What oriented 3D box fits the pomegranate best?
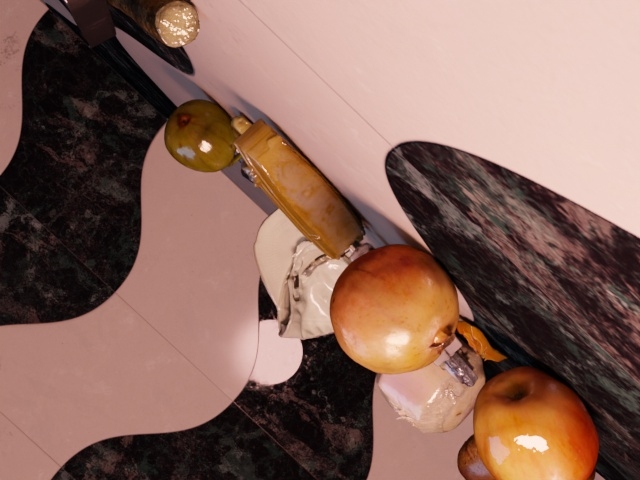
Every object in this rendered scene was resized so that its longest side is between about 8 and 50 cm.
[{"bbox_3d":[0.107,0.101,1.175,0.191,0.191,0.191,43,176,4],"label":"pomegranate"}]

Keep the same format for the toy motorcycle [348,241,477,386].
[{"bbox_3d":[0.161,0.126,1.470,0.341,0.108,0.223,48,-178,-42],"label":"toy motorcycle"}]

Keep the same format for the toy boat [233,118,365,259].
[{"bbox_3d":[-0.031,-0.075,1.353,0.310,0.089,0.115,45,178,-33],"label":"toy boat"}]

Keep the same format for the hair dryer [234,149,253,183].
[{"bbox_3d":[-0.168,-0.188,1.867,0.173,0.050,0.195,33,166,52],"label":"hair dryer"}]

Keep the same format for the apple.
[{"bbox_3d":[0.301,0.270,1.180,0.199,0.199,0.199,43,176,4],"label":"apple"}]

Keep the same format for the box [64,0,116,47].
[{"bbox_3d":[-0.372,-0.400,1.172,0.211,0.058,0.350,60,173,-8],"label":"box"}]

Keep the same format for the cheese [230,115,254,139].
[{"bbox_3d":[-0.137,-0.193,1.526,0.086,0.036,0.162,45,175,-13],"label":"cheese"}]

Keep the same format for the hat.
[{"bbox_3d":[-0.003,0.052,1.767,0.301,0.257,0.168,60,-160,2],"label":"hat"}]

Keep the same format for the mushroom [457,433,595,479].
[{"bbox_3d":[0.402,0.417,1.631,0.267,0.267,0.255,58,-162,-75],"label":"mushroom"}]

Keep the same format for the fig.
[{"bbox_3d":[-0.230,-0.196,1.646,0.142,0.148,0.186,11,153,12],"label":"fig"}]

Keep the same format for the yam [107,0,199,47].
[{"bbox_3d":[-0.234,-0.314,1.091,0.061,0.061,0.274,46,177,-39],"label":"yam"}]

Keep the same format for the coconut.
[{"bbox_3d":[0.218,0.277,1.717,0.234,0.224,0.224,27,169,27],"label":"coconut"}]

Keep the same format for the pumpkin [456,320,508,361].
[{"bbox_3d":[0.271,0.177,1.412,0.101,0.035,0.073,42,179,-11],"label":"pumpkin"}]
